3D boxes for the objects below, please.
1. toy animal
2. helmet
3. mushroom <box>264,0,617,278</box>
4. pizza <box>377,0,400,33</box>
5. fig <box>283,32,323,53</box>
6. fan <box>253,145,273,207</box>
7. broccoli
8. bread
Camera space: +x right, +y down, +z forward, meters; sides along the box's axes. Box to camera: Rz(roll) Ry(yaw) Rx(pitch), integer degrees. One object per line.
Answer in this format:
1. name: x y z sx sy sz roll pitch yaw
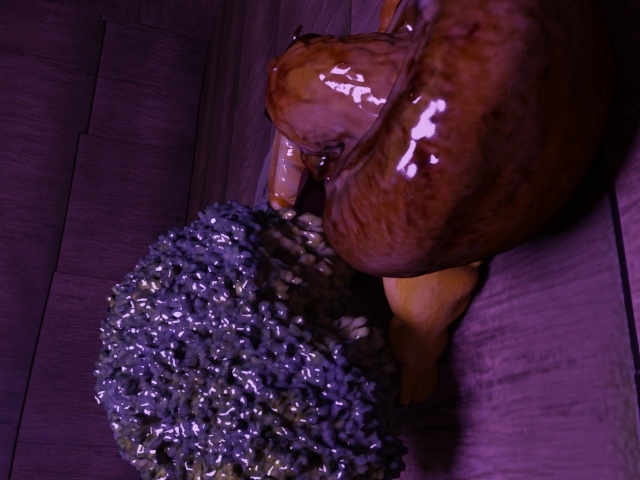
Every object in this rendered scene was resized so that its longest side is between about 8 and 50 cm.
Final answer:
1. toy animal: 0.084 0.072 0.586 0.070 0.083 0.159 -102 17 -66
2. helmet: 0.000 0.000 0.834 0.155 0.106 0.175 115 168 -55
3. mushroom: 0.080 -0.100 0.480 0.283 0.195 0.263 15 88 56
4. pizza: 0.107 -0.196 0.689 0.182 0.062 0.161 33 105 66
5. fig: -0.007 -0.243 1.005 0.109 0.103 0.154 62 -172 -53
6. fan: -0.134 -0.031 1.432 0.233 0.012 0.414 -109 35 -59
7. broccoli: -0.041 0.093 0.626 0.375 0.302 0.249 24 103 54
8. bread: -0.036 -0.127 1.051 0.119 0.084 0.177 -121 42 -67
